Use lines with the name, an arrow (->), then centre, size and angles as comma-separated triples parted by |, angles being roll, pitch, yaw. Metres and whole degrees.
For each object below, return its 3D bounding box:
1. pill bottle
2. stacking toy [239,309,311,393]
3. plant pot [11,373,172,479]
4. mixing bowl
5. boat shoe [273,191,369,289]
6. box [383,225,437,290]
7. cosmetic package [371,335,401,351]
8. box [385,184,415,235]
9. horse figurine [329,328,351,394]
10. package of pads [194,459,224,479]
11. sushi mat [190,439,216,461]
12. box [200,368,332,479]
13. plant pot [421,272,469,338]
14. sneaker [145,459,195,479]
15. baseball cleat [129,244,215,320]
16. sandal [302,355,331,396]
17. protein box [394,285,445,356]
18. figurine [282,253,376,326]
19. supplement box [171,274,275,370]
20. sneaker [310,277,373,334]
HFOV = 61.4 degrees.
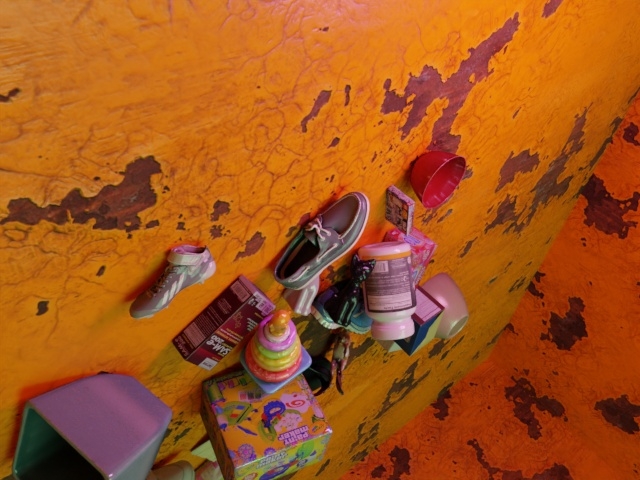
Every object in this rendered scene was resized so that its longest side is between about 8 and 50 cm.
pill bottle -> 0.206, 0.149, 1.641 | 0.162, 0.162, 0.279 | -13, 98, -44
stacking toy -> -0.119, 0.265, 1.451 | 0.175, 0.166, 0.302 | -32, 155, -26
plant pot -> -0.475, 0.444, 1.193 | 0.252, 0.247, 0.248 | -29, 149, -58
mixing bowl -> 0.328, -0.192, 1.578 | 0.181, 0.098, 0.181 | -31, 145, -25
boat shoe -> 0.000, 0.000, 1.381 | 0.319, 0.116, 0.099 | -48, 154, 12
box -> 0.263, 0.088, 1.792 | 0.122, 0.128, 0.257 | -19, 140, -38
cosmetic package -> 0.322, 0.404, 2.258 | 0.239, 0.099, 0.060 | 7, 121, -54
box -> 0.232, -0.087, 1.586 | 0.027, 0.094, 0.137 | -35, 147, -20
horse figurine -> 0.075, 0.407, 1.905 | 0.174, 0.066, 0.263 | -71, 171, -70
package of pads -> -0.396, 0.887, 1.925 | 0.296, 0.101, 0.229 | -41, 149, -12
sushi mat -> -0.265, 0.636, 1.792 | 0.316, 0.019, 0.151 | -34, 141, 5
box -> -0.166, 0.526, 1.564 | 0.289, 0.279, 0.177 | -10, 135, -26
plant pot -> 0.515, 0.306, 2.294 | 0.284, 0.191, 0.284 | -32, 147, -24
sneaker -> -0.528, 0.726, 1.538 | 0.365, 0.137, 0.210 | -22, 144, -30
baseball cleat -> -0.321, 0.076, 1.134 | 0.206, 0.072, 0.109 | -36, 134, -26
sandal -> -0.053, 0.482, 1.874 | 0.167, 0.107, 0.446 | -47, 150, 1
protein box -> 0.327, 0.279, 2.018 | 0.136, 0.201, 0.200 | -27, 144, -29
figurine -> 0.028, 0.115, 1.519 | 0.214, 0.092, 0.210 | 18, 109, -21
supplement box -> -0.241, 0.211, 1.366 | 0.239, 0.073, 0.130 | -44, 150, -4
sneaker -> 0.106, 0.209, 1.738 | 0.147, 0.130, 0.330 | -53, 149, 14
